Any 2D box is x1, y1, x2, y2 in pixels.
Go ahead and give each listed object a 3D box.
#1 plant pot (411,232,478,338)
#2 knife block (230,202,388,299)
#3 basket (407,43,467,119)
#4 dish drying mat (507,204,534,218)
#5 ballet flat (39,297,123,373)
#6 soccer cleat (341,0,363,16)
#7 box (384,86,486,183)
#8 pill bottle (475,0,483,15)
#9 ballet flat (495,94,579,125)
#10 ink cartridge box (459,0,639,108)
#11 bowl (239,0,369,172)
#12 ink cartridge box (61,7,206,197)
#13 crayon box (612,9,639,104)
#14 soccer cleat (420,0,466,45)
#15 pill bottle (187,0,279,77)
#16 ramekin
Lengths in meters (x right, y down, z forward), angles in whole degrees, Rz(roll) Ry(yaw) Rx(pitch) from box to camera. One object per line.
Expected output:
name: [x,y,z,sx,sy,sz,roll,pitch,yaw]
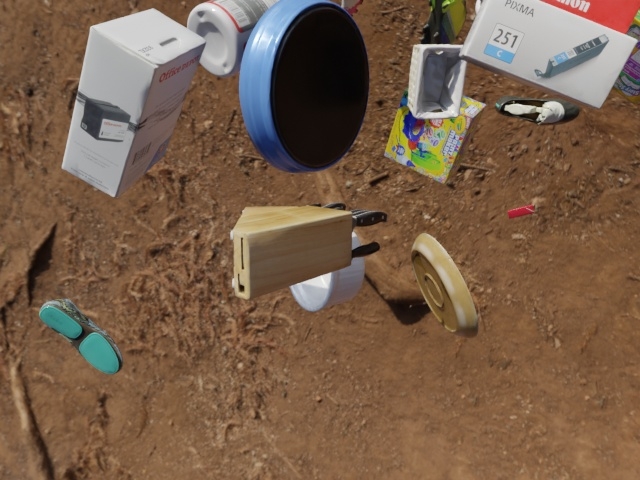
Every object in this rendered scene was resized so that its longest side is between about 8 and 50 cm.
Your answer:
plant pot: [0.245,0.099,0.941,0.032,0.236,0.236,-24,95,-6]
knife block: [0.000,0.000,0.688,0.242,0.275,0.088,-1,103,-4]
basket: [0.278,-0.389,1.104,0.113,0.103,0.167,-1,121,-3]
dish drying mat: [0.699,-0.099,1.589,0.083,0.008,0.032,-15,117,21]
ballet flat: [-0.454,0.181,0.889,0.070,0.070,0.188,-31,106,33]
soccer cleat: [0.129,-1.040,1.852,0.143,0.331,0.116,21,81,-16]
box: [0.443,-0.429,1.790,0.279,0.177,0.290,29,133,19]
pill bottle: [0.646,-0.771,1.567,0.188,0.334,0.188,-15,60,28]
ballet flat: [0.767,-0.457,1.621,0.280,0.096,0.095,11,118,20]
ink cartridge box: [0.466,-0.434,0.889,0.296,0.066,0.261,21,107,-1]
bowl: [-0.015,-0.344,1.044,0.077,0.391,0.391,19,115,35]
ink cartridge box: [-0.372,-0.275,0.913,0.129,0.223,0.307,30,125,-8]
crayon box: [0.817,-0.516,1.229,0.278,0.081,0.165,31,143,-6]
soccer cleat: [0.356,-0.641,1.232,0.093,0.121,0.289,51,162,18]
pill bottle: [-0.164,-0.519,1.101,0.161,0.283,0.161,25,139,24]
ramekin: [0.013,0.070,1.389,0.277,0.135,0.277,13,105,57]
